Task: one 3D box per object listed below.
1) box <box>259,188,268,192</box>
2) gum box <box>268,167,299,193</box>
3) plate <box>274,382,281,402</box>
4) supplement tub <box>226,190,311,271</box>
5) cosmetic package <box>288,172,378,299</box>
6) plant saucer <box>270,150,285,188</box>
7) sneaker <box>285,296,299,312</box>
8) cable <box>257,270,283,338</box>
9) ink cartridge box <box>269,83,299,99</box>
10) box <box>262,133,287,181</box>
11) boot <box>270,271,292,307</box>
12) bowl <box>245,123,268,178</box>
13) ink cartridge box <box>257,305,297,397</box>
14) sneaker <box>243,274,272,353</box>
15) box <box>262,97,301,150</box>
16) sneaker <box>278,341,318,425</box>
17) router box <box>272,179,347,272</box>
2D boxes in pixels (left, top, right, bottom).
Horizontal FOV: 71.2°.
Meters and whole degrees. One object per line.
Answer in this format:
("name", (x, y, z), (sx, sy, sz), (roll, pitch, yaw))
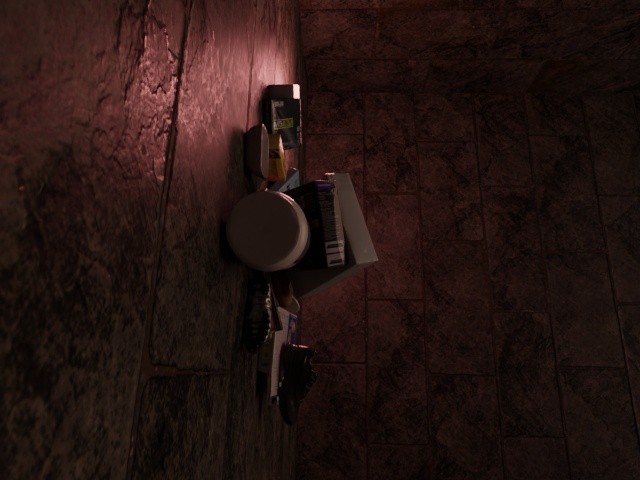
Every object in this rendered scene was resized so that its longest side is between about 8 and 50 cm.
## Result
("box", (-0.197, -0.085, 1.519), (0.201, 0.021, 0.165), (-81, 171, -77))
("gum box", (-0.144, -0.173, 1.767), (0.184, 0.041, 0.157), (-52, 153, -41))
("plate", (-0.193, 0.625, 1.977), (0.188, 0.024, 0.189), (2, 90, -89))
("supplement tub", (-0.123, -0.019, 1.115), (0.272, 0.190, 0.191), (74, 16, -87))
("cosmetic package", (0.000, 0.000, 1.426), (0.377, 0.097, 0.285), (-36, -115, 52))
("plant saucer", (-0.177, -0.296, 1.854), (0.278, 0.041, 0.278), (0, 90, -88))
("sneaker", (-0.144, 0.218, 1.755), (0.058, 0.152, 0.084), (-52, -171, 7))
("cable", (-0.179, 0.184, 1.430), (0.139, 0.072, 0.288), (-135, -148, -57))
("ink cartridge box", (-0.144, -0.551, 1.835), (0.237, 0.100, 0.172), (-82, 173, -71))
("box", (-0.165, -0.272, 1.488), (0.232, 0.087, 0.058), (90, 3, -72))
("boot", (-0.162, 0.082, 1.614), (0.295, 0.104, 0.212), (-112, -174, -61))
("bowl", (-0.185, -0.255, 1.298), (0.142, 0.053, 0.142), (68, 22, -86))
("ink cartridge box", (-0.159, 0.413, 1.662), (0.304, 0.072, 0.308), (63, 33, -72))
("sneaker", (-0.177, 0.227, 1.316), (0.106, 0.078, 0.235), (84, 4, -56))
("box", (-0.139, -0.430, 1.654), (0.190, 0.045, 0.184), (-28, 125, -55))
("sneaker", (-0.077, 0.512, 1.594), (0.109, 0.130, 0.287), (46, 48, -78))
("router box", (-0.056, -0.032, 1.344), (0.308, 0.080, 0.243), (-8, -91, 55))
